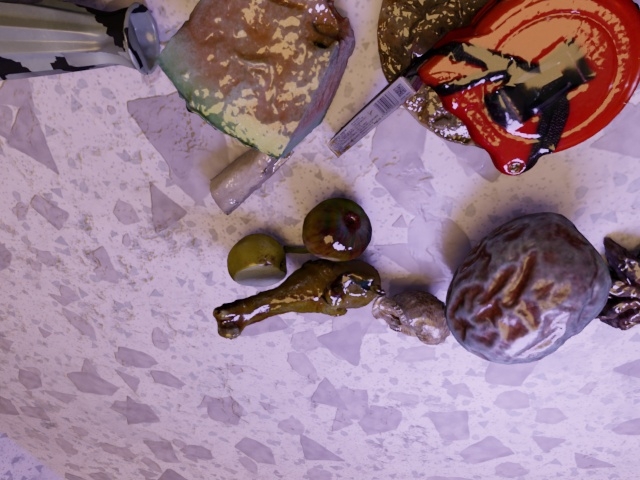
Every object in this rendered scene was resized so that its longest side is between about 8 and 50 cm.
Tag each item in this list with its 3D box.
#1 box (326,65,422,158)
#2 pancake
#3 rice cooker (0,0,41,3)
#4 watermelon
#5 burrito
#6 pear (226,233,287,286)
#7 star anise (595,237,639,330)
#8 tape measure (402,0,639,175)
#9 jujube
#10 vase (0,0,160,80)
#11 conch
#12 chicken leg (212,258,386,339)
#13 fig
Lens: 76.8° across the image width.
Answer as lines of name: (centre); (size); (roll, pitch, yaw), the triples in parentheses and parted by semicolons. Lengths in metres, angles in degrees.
box: (0.089, -0.220, 0.710); (0.041, 0.049, 0.207); (42, 141, -13)
pancake: (0.288, -0.315, 0.629); (0.383, 0.071, 0.381); (8, 127, 10)
rice cooker: (-0.424, -0.475, 0.481); (0.336, 0.335, 0.324); (-7, 99, 16)
watermelon: (-0.080, -0.312, 0.680); (0.264, 0.151, 0.302); (37, 105, -10)
burrito: (-0.149, -0.142, 0.841); (0.226, 0.060, 0.087); (-33, 116, 29)
pear: (-0.145, 0.040, 0.937); (0.141, 0.103, 0.141); (-3, 153, -2)
star anise: (0.652, 0.103, 0.821); (0.223, 0.108, 0.235); (23, 123, -10)
tape measure: (0.293, -0.238, 0.567); (0.253, 0.114, 0.261); (43, 126, -17)
jujube: (0.384, 0.091, 0.777); (0.216, 0.246, 0.307); (15, 112, -21)
vase: (-0.484, -0.363, 0.715); (0.361, 0.165, 0.164); (4, 124, 3)
conch: (0.205, 0.181, 0.938); (0.208, 0.129, 0.155); (16, 131, -22)
chicken leg: (-0.045, 0.119, 0.910); (0.362, 0.211, 0.140); (-12, 79, -4)
fig: (0.000, 0.000, 0.882); (0.149, 0.149, 0.245); (40, 144, -15)
